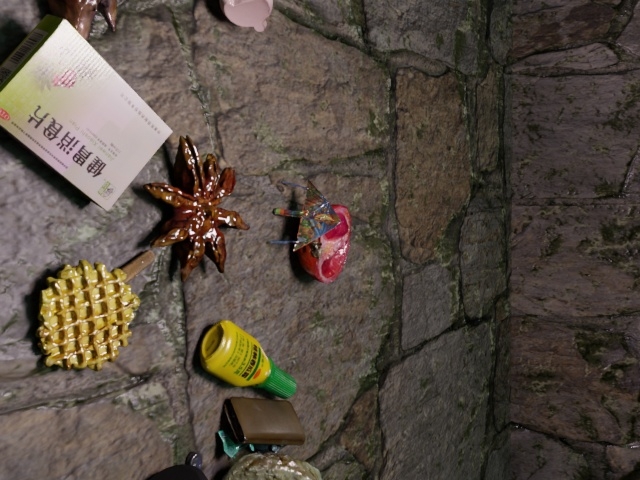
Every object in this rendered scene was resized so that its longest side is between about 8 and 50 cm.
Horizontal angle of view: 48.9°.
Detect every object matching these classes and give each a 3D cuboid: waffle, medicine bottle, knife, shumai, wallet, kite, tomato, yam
[{"bbox_3d":[-0.375,0.122,1.135,0.191,0.038,0.191,-12,108,-40],"label":"waffle"},{"bbox_3d":[-0.147,0.270,1.507,0.309,0.076,0.111,46,61,-50],"label":"medicine bottle"},{"bbox_3d":[-0.250,0.481,1.407,0.031,0.018,0.121,-19,109,-54],"label":"knife"},{"bbox_3d":[-0.104,0.530,1.537,0.203,0.222,0.271,-103,169,-63],"label":"shumai"},{"bbox_3d":[-0.119,0.393,1.526,0.198,0.031,0.110,20,34,-49],"label":"wallet"},{"bbox_3d":[-0.029,-0.057,1.613,0.010,0.160,0.182,97,3,-69],"label":"kite"},{"bbox_3d":[0.000,0.000,1.704,0.173,0.099,0.189,-18,118,-61],"label":"tomato"},{"bbox_3d":[-0.343,0.060,1.224,0.145,0.032,0.032,-44,127,-49],"label":"yam"}]

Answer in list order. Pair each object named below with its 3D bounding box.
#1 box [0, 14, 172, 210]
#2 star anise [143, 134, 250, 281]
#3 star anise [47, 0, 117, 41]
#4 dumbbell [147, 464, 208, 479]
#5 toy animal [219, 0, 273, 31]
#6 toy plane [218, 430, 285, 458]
[{"bbox_3d":[-0.372,-0.189,1.086,0.175,0.062,0.260,-54,139,-12],"label":"box"},{"bbox_3d":[-0.230,-0.062,1.348,0.288,0.088,0.288,2,88,-59],"label":"star anise"},{"bbox_3d":[-0.371,-0.468,1.082,0.349,0.109,0.292,-58,145,-37],"label":"star anise"},{"bbox_3d":[-0.241,0.540,1.300,0.152,0.153,0.218,-55,135,-41],"label":"dumbbell"},{"bbox_3d":[-0.149,-0.533,1.446,0.124,0.124,0.212,50,30,-47],"label":"toy animal"},{"bbox_3d":[-0.136,0.429,1.547,0.235,0.060,0.096,-11,80,-60],"label":"toy plane"}]
